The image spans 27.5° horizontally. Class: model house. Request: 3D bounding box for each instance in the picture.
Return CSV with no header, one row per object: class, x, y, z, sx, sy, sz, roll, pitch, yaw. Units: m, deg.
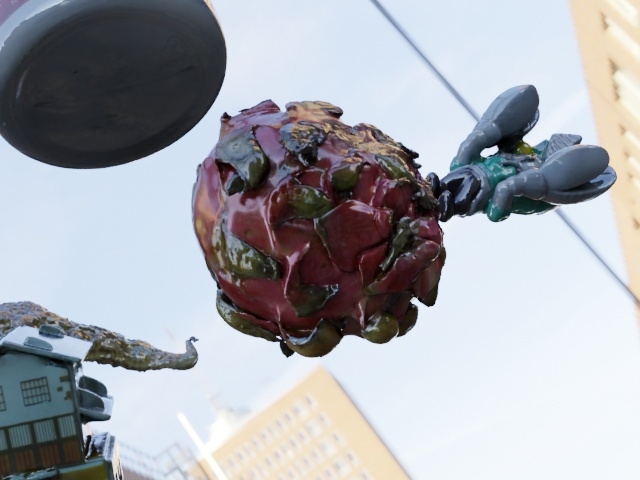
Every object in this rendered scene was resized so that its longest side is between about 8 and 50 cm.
model house,-0.337,0.212,1.521,0.198,0.215,0.224,-9,2,-6

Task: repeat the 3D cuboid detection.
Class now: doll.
doll,0.267,-0.088,1.666,0.258,0.195,0.153,-44,-17,-42

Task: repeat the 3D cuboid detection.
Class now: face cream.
face cream,-0.194,-0.187,1.080,0.201,0.187,0.201,-16,-35,-12

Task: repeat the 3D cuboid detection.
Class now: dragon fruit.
dragon fruit,0.000,0.000,1.371,0.250,0.291,0.269,-7,-53,-40

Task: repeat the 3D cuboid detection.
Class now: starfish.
starfish,-0.409,0.169,1.839,0.324,0.432,0.082,-69,-2,-64
